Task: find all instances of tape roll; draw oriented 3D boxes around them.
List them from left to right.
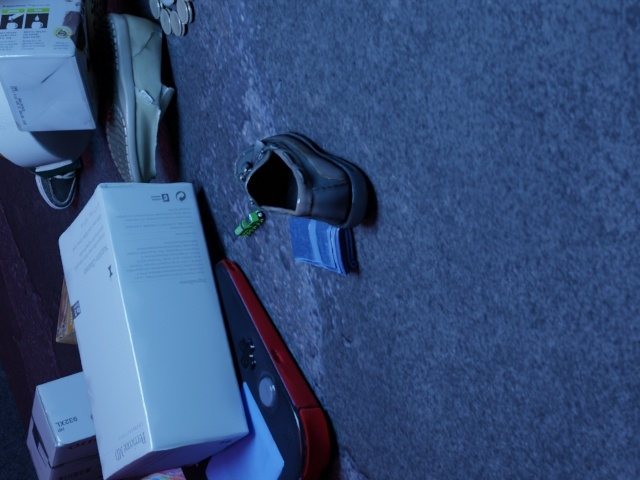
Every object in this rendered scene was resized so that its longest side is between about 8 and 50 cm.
[{"bbox_3d":[-0.460,-0.306,1.873,0.392,0.072,0.392,-11,-90,-78],"label":"tape roll"}]

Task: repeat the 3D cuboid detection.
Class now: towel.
[{"bbox_3d":[0.000,0.000,1.413,0.119,0.029,0.067,18,120,61],"label":"towel"}]

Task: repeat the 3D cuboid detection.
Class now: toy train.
[{"bbox_3d":[-0.097,-0.021,1.608,0.017,0.023,0.083,69,155,9],"label":"toy train"}]

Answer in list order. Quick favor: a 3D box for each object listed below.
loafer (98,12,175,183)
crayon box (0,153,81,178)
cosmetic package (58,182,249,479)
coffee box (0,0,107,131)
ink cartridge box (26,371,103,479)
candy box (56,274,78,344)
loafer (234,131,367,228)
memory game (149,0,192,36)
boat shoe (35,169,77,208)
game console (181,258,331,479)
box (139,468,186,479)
[{"bbox_3d":[-0.260,-0.200,1.749,0.102,0.092,0.268,39,137,52],"label":"loafer"},{"bbox_3d":[-0.525,-0.242,2.060,0.323,0.083,0.203,39,-145,-75],"label":"crayon box"},{"bbox_3d":[-0.248,0.132,1.734,0.217,0.156,0.385,-41,58,54],"label":"cosmetic package"},{"bbox_3d":[-0.380,-0.325,1.726,0.168,0.118,0.297,89,180,-59],"label":"coffee box"},{"bbox_3d":[-0.433,0.355,2.309,0.129,0.223,0.307,64,154,20],"label":"ink cartridge box"},{"bbox_3d":[-0.394,0.077,2.141,0.316,0.087,0.183,149,128,-65],"label":"candy box"},{"bbox_3d":[-0.045,-0.072,1.382,0.267,0.084,0.096,21,110,58],"label":"loafer"},{"bbox_3d":[-0.213,-0.370,1.643,0.186,0.012,0.186,45,143,47],"label":"memory game"},{"bbox_3d":[-0.505,-0.150,2.312,0.070,0.077,0.219,44,141,49],"label":"boat shoe"},{"bbox_3d":[-0.124,0.271,1.739,0.342,0.060,0.386,56,140,31],"label":"game console"},{"bbox_3d":[-0.240,0.558,2.080,0.142,0.154,0.300,7,121,64],"label":"box"}]
